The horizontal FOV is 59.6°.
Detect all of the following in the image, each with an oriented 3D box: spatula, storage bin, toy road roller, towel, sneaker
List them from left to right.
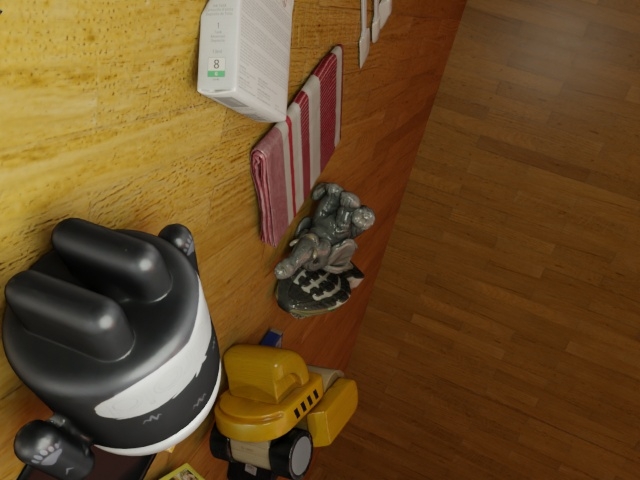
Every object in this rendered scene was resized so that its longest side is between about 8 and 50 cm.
[{"bbox_3d":[-0.165,0.571,1.464,0.084,0.122,0.180,-50,157,-53],"label":"storage bin"},{"bbox_3d":[-0.077,0.307,1.157,0.329,0.202,0.241,-28,117,-57],"label":"toy road roller"},{"bbox_3d":[-0.034,-0.177,1.025,0.237,0.037,0.329,91,22,-51],"label":"towel"},{"bbox_3d":[-0.016,0.144,1.401,0.182,0.158,0.410,-54,166,18],"label":"sneaker"},{"bbox_3d":[0.115,-0.499,1.158,0.168,0.019,0.242,-58,163,-19],"label":"spatula"}]

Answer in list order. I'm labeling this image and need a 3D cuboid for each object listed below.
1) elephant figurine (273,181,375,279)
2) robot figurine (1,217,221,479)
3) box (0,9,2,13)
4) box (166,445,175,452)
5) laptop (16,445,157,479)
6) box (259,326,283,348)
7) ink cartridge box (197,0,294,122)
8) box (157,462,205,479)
[{"bbox_3d":[0.000,0.000,1.247,0.239,0.186,0.169,-57,-151,-4],"label":"elephant figurine"},{"bbox_3d":[-0.192,0.100,0.542,0.209,0.174,0.278,-25,148,-18],"label":"robot figurine"},{"bbox_3d":[-0.244,-0.101,0.212,0.180,0.077,0.147,69,43,-70],"label":"box"},{"bbox_3d":[-0.216,0.262,0.885,0.136,0.028,0.081,-62,-169,-21],"label":"box"},{"bbox_3d":[-0.277,0.246,0.762,0.234,0.136,0.264,-63,-169,-20],"label":"laptop"},{"bbox_3d":[-0.157,0.325,1.302,0.225,0.036,0.136,-55,161,-44],"label":"box"},{"bbox_3d":[-0.085,-0.272,0.685,0.181,0.056,0.225,-5,97,-75],"label":"ink cartridge box"},{"bbox_3d":[-0.278,0.453,0.941,0.087,0.058,0.232,-54,167,-1],"label":"box"}]
